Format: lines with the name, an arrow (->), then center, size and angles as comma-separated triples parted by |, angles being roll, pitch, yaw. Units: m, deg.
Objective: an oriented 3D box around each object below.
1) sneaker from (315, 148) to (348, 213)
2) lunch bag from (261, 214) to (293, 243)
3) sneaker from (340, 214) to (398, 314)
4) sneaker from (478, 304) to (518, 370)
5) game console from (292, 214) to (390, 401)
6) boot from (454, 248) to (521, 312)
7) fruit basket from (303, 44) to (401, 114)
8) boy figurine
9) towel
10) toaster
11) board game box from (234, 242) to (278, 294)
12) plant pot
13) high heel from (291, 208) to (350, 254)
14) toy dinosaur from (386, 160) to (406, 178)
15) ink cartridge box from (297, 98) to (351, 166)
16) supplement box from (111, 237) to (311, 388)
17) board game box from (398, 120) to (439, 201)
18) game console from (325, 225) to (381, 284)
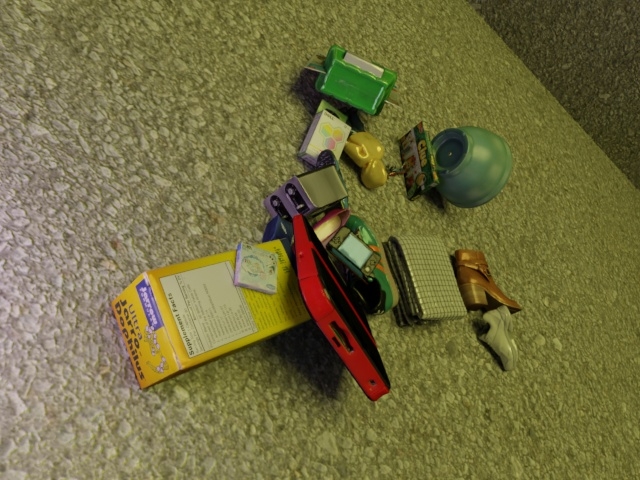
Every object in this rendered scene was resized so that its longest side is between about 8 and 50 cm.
sneaker -> 0.041, -0.168, 1.566 | 0.082, 0.069, 0.209 | -25, 103, -61
lunch bag -> -0.107, -0.008, 1.374 | 0.065, 0.067, 0.098 | 29, 52, -24
sneaker -> 0.121, 0.067, 1.485 | 0.121, 0.108, 0.302 | -15, 78, -56
sneaker -> 0.595, 0.334, 1.768 | 0.090, 0.115, 0.232 | -54, 132, -77
game console -> 0.042, 0.158, 1.240 | 0.386, 0.060, 0.342 | 59, 7, -31
boot -> 0.585, 0.152, 1.855 | 0.283, 0.109, 0.220 | 12, 55, -27
fruit basket -> 0.123, -0.551, 1.732 | 0.327, 0.165, 0.353 | 24, 33, -4
boy figurine -> 0.142, -0.304, 1.730 | 0.177, 0.092, 0.285 | -21, 82, -45
towel -> 0.311, 0.124, 1.619 | 0.235, 0.121, 0.283 | 2, 64, -41
toaster -> -0.034, -0.122, 1.431 | 0.186, 0.168, 0.110 | -27, 88, -44
board game box -> -0.131, 0.059, 1.076 | 0.090, 0.020, 0.090 | 20, 54, -31
plant pot -> 0.495, -0.281, 1.848 | 0.196, 0.293, 0.293 | 20, 55, -42
high heel -> 0.000, 0.000, 1.423 | 0.082, 0.117, 0.244 | 50, 45, -7
toy dinosaur -> 0.267, -0.245, 1.852 | 0.082, 0.047, 0.090 | 25, 85, -38
ink cartridge box -> 0.023, -0.327, 1.609 | 0.109, 0.062, 0.209 | 29, 75, -24
supplement box -> -0.215, 0.145, 1.110 | 0.356, 0.195, 0.194 | -14, 76, -44
board game box -> 0.344, -0.282, 1.854 | 0.030, 0.136, 0.259 | 13, 58, -33
game console -> 0.091, 0.035, 1.386 | 0.144, 0.085, 0.124 | 41, 66, -3
